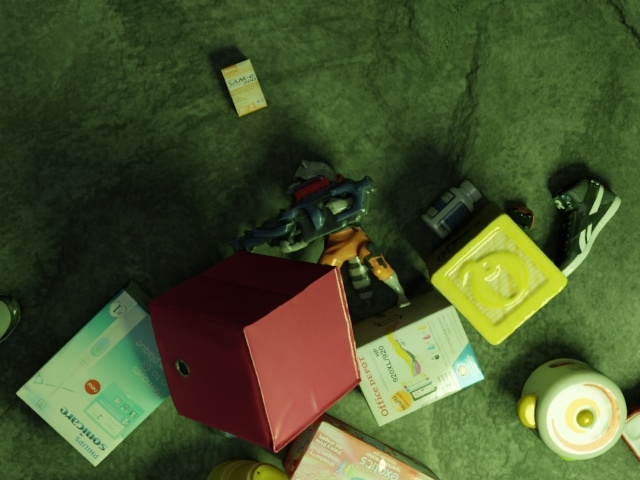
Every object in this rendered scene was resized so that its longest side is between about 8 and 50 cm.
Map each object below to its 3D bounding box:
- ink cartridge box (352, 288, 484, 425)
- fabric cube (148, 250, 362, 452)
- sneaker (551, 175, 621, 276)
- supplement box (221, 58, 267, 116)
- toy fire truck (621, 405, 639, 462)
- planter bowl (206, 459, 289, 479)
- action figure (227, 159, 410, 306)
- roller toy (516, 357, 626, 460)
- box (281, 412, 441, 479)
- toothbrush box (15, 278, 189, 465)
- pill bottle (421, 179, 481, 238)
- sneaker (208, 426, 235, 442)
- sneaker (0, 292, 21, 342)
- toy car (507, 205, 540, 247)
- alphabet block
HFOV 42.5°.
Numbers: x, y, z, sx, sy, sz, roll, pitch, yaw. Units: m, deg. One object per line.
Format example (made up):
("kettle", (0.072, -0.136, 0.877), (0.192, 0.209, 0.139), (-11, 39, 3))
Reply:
("ink cartridge box", (0.176, 0.233, 1.663), (0.232, 0.168, 0.171), (-24, 99, -1))
("fabric cube", (-0.117, 0.192, 1.519), (0.259, 0.258, 0.254), (-30, 119, -42))
("sneaker", (0.515, -0.036, 1.712), (0.121, 0.079, 0.217), (36, 84, -5))
("supplement box", (-0.152, -0.303, 1.639), (0.062, 0.036, 0.098), (-22, 98, -3))
("toy fire truck", (0.798, 0.432, 1.743), (0.254, 0.169, 0.302), (-36, 98, 4))
("planter bowl", (-0.117, 0.513, 1.640), (0.217, 0.217, 0.090), (38, 119, -8))
("action figure", (0.000, 0.000, 1.659), (0.341, 0.178, 0.330), (-14, 92, 27))
("roller toy", (0.527, 0.350, 1.718), (0.209, 0.146, 0.191), (42, 91, -7))
("box", (0.087, 0.481, 1.687), (0.300, 0.154, 0.142), (29, 86, -8))
("toothbrush box", (-0.413, 0.259, 1.640), (0.295, 0.126, 0.216), (-43, 98, 2))
("pill bottle", (0.270, -0.066, 1.688), (0.120, 0.067, 0.067), (-44, 98, 1))
("sneaker", (-0.163, 0.386, 1.712), (0.152, 0.058, 0.084), (25, 115, -25))
("sneaker", (-0.717, 0.191, 1.616), (0.271, 0.108, 0.100), (-26, 96, -3))
("toy car", (0.431, -0.018, 1.732), (0.040, 0.060, 0.122), (-35, 123, -43))
("alphabet block", (0.339, 0.060, 1.626), (0.192, 0.197, 0.193), (44, 99, -4))
